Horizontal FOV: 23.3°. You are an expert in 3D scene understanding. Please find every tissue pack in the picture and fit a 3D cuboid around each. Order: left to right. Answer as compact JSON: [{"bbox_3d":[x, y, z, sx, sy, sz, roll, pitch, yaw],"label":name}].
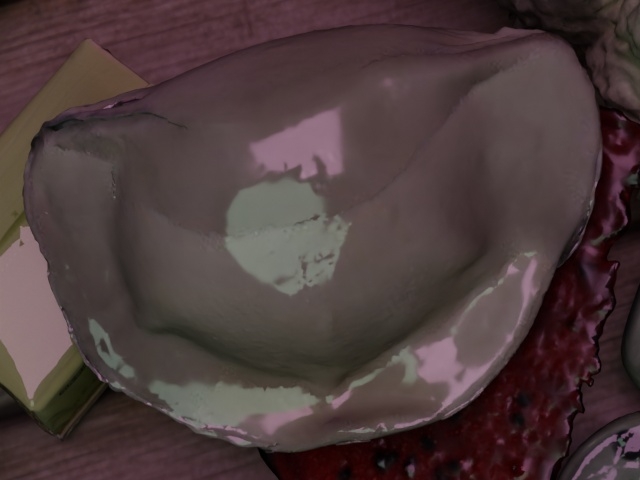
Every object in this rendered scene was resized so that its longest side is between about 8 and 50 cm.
[{"bbox_3d":[-0.174,-0.002,1.104,0.159,0.125,0.234,38,78,12],"label":"tissue pack"}]

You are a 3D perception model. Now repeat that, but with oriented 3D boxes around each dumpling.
[{"bbox_3d":[0.004,-0.001,0.982,0.341,0.181,0.260,-14,98,-17],"label":"dumpling"}]

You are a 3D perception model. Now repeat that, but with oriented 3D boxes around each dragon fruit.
[{"bbox_3d":[0.077,0.058,1.068,0.282,0.100,0.344,16,88,25],"label":"dragon fruit"}]

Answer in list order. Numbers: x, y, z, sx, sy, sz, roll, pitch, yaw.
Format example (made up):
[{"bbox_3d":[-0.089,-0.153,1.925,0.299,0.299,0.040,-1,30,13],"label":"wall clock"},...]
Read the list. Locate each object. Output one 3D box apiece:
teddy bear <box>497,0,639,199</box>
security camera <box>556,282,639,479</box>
[{"bbox_3d":[0.262,-0.216,1.037,0.375,0.327,0.362,-22,96,21],"label":"teddy bear"},{"bbox_3d":[0.259,0.126,1.058,0.157,0.080,0.302,21,85,9],"label":"security camera"}]
